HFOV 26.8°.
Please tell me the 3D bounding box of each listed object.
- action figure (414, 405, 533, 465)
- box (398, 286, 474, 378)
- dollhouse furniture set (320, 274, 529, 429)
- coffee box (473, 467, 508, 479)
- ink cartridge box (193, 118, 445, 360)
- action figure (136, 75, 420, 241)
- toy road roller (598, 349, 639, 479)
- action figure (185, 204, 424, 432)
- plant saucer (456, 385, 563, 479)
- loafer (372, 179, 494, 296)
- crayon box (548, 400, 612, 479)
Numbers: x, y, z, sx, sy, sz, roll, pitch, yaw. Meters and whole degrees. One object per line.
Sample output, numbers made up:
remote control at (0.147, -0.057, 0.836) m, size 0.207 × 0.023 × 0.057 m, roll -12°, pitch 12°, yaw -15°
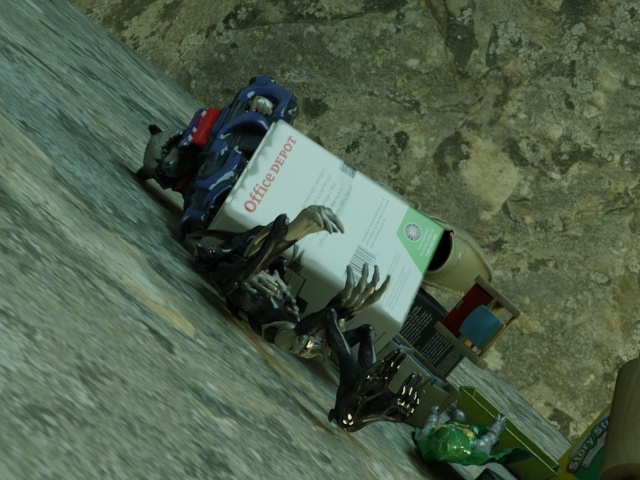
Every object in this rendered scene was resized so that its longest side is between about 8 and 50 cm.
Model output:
action figure at (0.151, 0.209, 1.418) m, size 0.137 × 0.063 × 0.232 m, roll 6°, pitch -3°, yaw 13°
box at (0.113, 0.111, 2.039) m, size 0.207 × 0.108 × 0.153 m, roll 38°, pitch 5°, yaw -34°
dollhouse furniture set at (0.121, 0.106, 1.559) m, size 0.129 × 0.183 × 0.129 m, roll 43°, pitch 4°, yaw 27°
coffee box at (0.237, 0.313, 1.436) m, size 0.184 × 0.040 × 0.113 m, roll 38°, pitch 5°, yaw -47°
ink cartridge box at (0.000, 0.000, 1.408) m, size 0.219 × 0.092 × 0.160 m, roll 34°, pitch 48°, yaw -5°
action figure at (-0.072, -0.034, 1.583) m, size 0.330 × 0.178 × 0.341 m, roll 26°, pitch 38°, yaw 5°
toy road roller at (0.385, 0.276, 1.454) m, size 0.329 × 0.202 × 0.241 m, roll 38°, pitch -37°, yaw -25°
action figure at (-0.008, 0.050, 1.242) m, size 0.275 × 0.141 × 0.164 m, roll 47°, pitch 4°, yaw 34°
plant saucer at (0.274, 0.297, 2.008) m, size 0.188 × 0.045 × 0.188 m, roll 42°, pitch 4°, yaw 13°
loafer at (0.161, 0.017, 2.023) m, size 0.319 × 0.112 × 0.111 m, roll 28°, pitch 16°, yaw -40°
crayon box at (0.557, 0.328, 2.088) m, size 0.106 × 0.363 × 0.313 m, roll 40°, pitch 4°, yaw -21°
